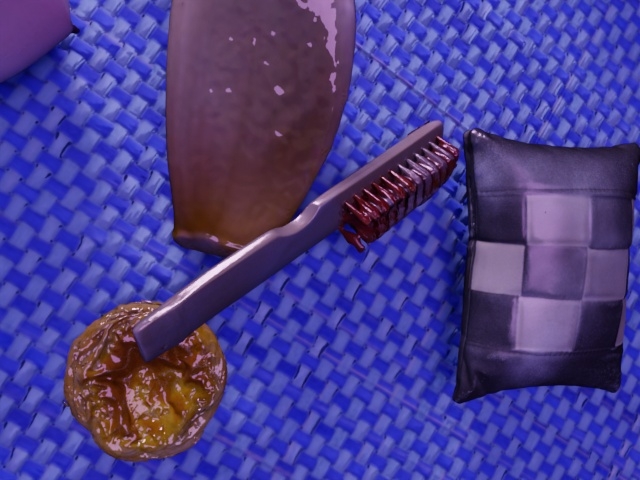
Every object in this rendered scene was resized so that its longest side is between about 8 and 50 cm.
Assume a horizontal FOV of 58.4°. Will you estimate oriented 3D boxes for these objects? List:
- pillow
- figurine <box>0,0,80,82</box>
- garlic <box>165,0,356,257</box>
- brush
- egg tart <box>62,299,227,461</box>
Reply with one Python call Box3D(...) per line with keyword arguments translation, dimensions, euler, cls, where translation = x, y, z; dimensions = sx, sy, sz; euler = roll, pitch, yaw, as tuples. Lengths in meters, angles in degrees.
Box3D(translation=(0.210, 0.027, 0.535), dimensions=(0.186, 0.106, 0.249), euler=(3, 93, -15), cls="pillow")
Box3D(translation=(-0.353, -0.180, 0.314), dimensions=(0.206, 0.284, 0.316), euler=(33, 63, 30), cls="figurine")
Box3D(translation=(-0.050, -0.132, 0.462), dimensions=(0.143, 0.112, 0.318), euler=(7, 94, -6), cls="garlic")
Box3D(translation=(0.000, 0.000, 0.463), dimensions=(0.321, 0.060, 0.050), euler=(-35, 69, -26), cls="brush")
Box3D(translation=(-0.142, 0.112, 0.464), dimensions=(0.130, 0.052, 0.130), euler=(0, 90, -17), cls="egg tart")
